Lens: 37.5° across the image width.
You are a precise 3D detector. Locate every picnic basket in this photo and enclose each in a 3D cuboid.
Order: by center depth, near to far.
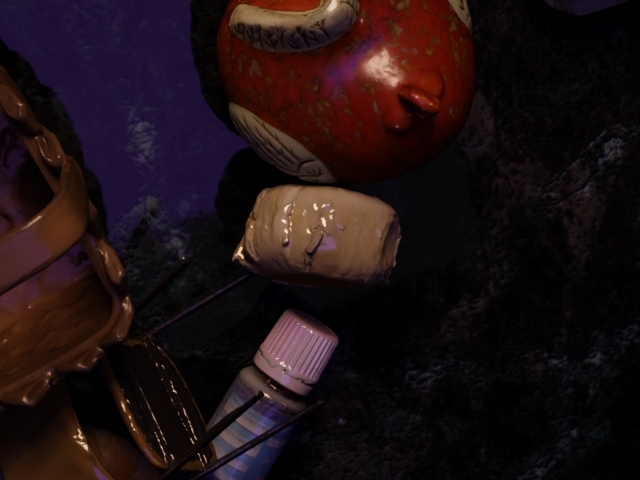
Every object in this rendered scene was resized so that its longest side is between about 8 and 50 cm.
[{"bbox_3d":[-0.299,0.008,0.742,0.254,0.321,0.291,-29,110,-3],"label":"picnic basket"}]

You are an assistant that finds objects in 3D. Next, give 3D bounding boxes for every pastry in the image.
[{"bbox_3d":[0.000,0.000,0.921,0.166,0.166,0.088,13,78,-20],"label":"pastry"}]

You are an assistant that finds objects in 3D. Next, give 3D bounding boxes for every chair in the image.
[{"bbox_3d":[-0.157,0.150,0.892,0.247,0.158,0.172,-37,158,15],"label":"chair"}]

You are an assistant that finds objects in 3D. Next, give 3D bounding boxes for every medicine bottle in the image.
[{"bbox_3d":[-0.059,0.170,0.986,0.083,0.083,0.203,27,96,-22],"label":"medicine bottle"}]

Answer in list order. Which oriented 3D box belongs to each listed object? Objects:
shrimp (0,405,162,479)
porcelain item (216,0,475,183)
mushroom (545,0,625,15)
[{"bbox_3d":[-0.299,0.239,0.939,0.317,0.077,0.168,30,98,-25],"label":"shrimp"},{"bbox_3d":[0.037,-0.156,0.840,0.253,0.253,0.253,-5,107,-16],"label":"porcelain item"},{"bbox_3d":[0.332,-0.277,0.968,0.278,0.099,0.096,-3,112,-19],"label":"mushroom"}]
